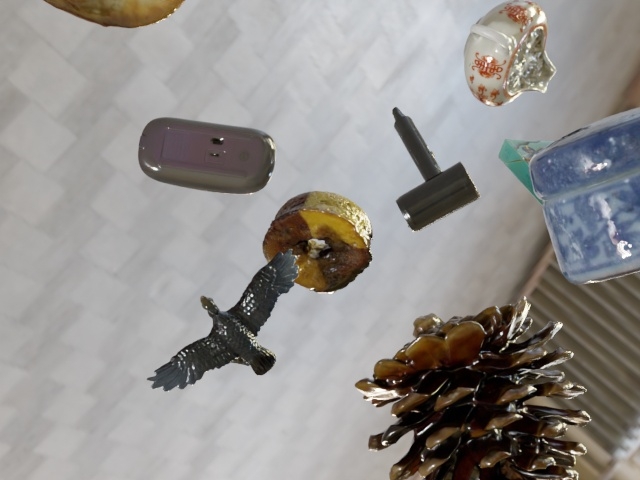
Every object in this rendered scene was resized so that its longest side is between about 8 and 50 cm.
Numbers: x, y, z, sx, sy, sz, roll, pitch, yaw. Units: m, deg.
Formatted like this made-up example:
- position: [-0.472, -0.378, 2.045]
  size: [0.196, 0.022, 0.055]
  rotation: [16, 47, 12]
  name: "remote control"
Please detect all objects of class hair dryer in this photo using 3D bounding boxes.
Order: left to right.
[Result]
- position: [0.158, -0.129, 2.136]
  size: [0.128, 0.255, 0.070]
  rotation: [-31, 139, 4]
  name: "hair dryer"

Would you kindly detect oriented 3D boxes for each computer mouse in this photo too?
- position: [-0.191, -0.144, 2.159]
  size: [0.057, 0.232, 0.120]
  rotation: [87, 10, -76]
  name: "computer mouse"

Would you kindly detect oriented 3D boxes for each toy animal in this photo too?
- position: [-0.098, 0.103, 1.435]
  size: [0.220, 0.062, 0.108]
  rotation: [-41, 125, -14]
  name: "toy animal"

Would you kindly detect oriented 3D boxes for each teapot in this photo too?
- position: [0.263, -0.271, 1.829]
  size: [0.159, 0.116, 0.245]
  rotation: [-55, 161, 15]
  name: "teapot"

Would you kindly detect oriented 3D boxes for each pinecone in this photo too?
- position: [0.169, 0.200, 1.381]
  size: [0.264, 0.264, 0.264]
  rotation: [-40, 156, -22]
  name: "pinecone"

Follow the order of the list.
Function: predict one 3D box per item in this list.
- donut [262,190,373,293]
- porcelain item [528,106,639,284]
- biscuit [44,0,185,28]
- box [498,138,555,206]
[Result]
- position: [0.000, 0.000, 1.550]
  size: [0.140, 0.140, 0.059]
  rotation: [106, 1, -46]
  name: "donut"
- position: [0.241, -0.042, 0.985]
  size: [0.147, 0.114, 0.147]
  rotation: [-19, -179, 1]
  name: "porcelain item"
- position: [-0.294, -0.363, 1.617]
  size: [0.204, 0.309, 0.040]
  rotation: [102, 9, -50]
  name: "biscuit"
- position: [0.394, -0.080, 1.949]
  size: [0.162, 0.229, 0.041]
  rotation: [1, 125, -28]
  name: "box"
